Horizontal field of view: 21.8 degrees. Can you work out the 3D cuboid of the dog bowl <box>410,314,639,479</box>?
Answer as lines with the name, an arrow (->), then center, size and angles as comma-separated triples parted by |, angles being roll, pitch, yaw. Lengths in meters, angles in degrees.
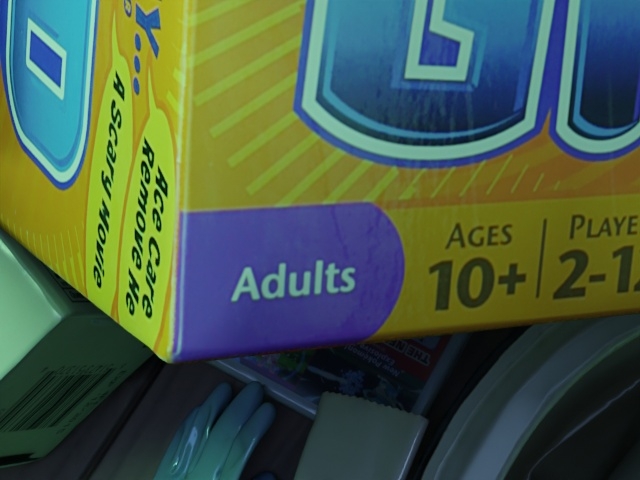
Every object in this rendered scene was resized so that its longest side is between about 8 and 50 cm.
dog bowl -> 0.235, 0.202, 0.795 | 0.408, 0.150, 0.408 | -2, 76, 6

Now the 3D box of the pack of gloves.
pack of gloves -> -0.036, 0.187, 0.847 | 0.195, 0.046, 0.232 | 8, 73, 52

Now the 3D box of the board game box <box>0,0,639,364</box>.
board game box -> 0.038, -0.186, 0.683 | 0.356, 0.356, 0.356 | -4, 107, -27

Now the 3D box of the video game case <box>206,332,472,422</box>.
video game case -> 0.000, 0.000, 0.937 | 0.201, 0.023, 0.183 | 28, 80, 11

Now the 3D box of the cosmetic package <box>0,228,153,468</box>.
cosmetic package -> -0.228, -0.027, 0.891 | 0.129, 0.153, 0.296 | -44, 73, 13
